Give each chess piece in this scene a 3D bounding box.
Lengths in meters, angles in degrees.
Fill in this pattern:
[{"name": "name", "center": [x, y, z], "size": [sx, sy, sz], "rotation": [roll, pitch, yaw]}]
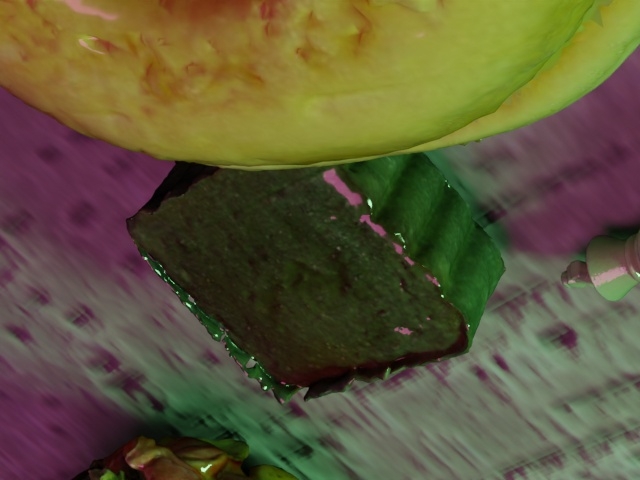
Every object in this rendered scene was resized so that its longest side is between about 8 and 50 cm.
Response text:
[{"name": "chess piece", "center": [0.195, 0.006, 0.800], "size": [0.149, 0.059, 0.059], "rotation": [-19, 118, 47]}]

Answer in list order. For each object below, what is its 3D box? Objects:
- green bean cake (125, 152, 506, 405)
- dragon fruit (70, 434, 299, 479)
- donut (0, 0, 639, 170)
[{"name": "green bean cake", "center": [0.000, 0.000, 0.866], "size": [0.181, 0.094, 0.173], "rotation": [-26, 113, 42]}, {"name": "dragon fruit", "center": [-0.095, 0.279, 1.067], "size": [0.296, 0.314, 0.263], "rotation": [16, 112, -16]}, {"name": "donut", "center": [-0.045, -0.206, 0.627], "size": [0.448, 0.198, 0.449], "rotation": [16, 135, 17]}]
